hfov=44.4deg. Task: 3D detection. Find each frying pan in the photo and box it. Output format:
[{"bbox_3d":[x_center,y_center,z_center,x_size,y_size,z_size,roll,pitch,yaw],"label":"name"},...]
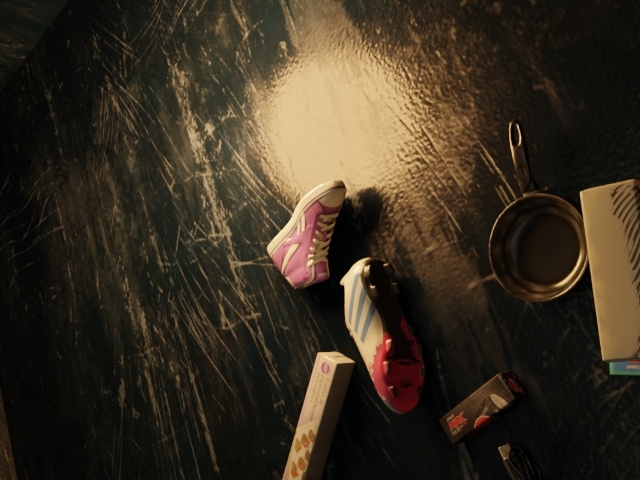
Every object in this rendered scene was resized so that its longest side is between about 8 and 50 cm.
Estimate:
[{"bbox_3d":[0.374,-0.039,1.448,0.197,0.053,0.326,-42,58,32],"label":"frying pan"}]

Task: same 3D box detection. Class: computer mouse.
[{"bbox_3d":[0.301,0.513,1.455,0.272,0.072,0.188,-41,62,32],"label":"computer mouse"}]

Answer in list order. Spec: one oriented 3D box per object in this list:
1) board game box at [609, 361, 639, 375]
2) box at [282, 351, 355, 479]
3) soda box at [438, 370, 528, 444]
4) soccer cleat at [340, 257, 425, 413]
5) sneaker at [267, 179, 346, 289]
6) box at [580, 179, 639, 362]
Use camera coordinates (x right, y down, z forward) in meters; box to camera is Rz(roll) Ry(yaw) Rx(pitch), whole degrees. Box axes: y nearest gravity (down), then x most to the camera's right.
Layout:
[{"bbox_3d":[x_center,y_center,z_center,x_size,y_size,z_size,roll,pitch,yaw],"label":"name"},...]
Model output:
[{"bbox_3d":[0.551,0.115,1.276,0.160,0.047,0.210,-8,82,42],"label":"board game box"},{"bbox_3d":[-0.006,0.409,1.750,0.063,0.067,0.323,24,103,41],"label":"box"},{"bbox_3d":[0.306,0.318,1.479,0.169,0.053,0.060,-47,57,30],"label":"soda box"},{"bbox_3d":[0.124,0.201,1.633,0.143,0.116,0.331,-36,60,52],"label":"soccer cleat"},{"bbox_3d":[0.001,0.000,1.763,0.161,0.102,0.282,58,133,25],"label":"sneaker"},{"bbox_3d":[0.488,0.050,1.232,0.094,0.113,0.274,-14,78,40],"label":"box"}]
